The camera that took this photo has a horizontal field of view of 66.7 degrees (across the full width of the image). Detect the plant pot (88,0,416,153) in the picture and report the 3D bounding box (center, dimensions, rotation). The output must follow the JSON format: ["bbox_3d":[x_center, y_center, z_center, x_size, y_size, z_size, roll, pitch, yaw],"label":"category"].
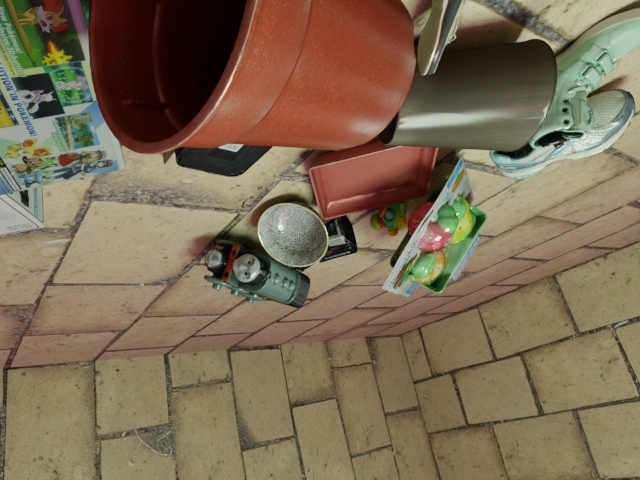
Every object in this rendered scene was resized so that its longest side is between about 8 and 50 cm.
[{"bbox_3d":[-0.051,-0.211,0.508,0.272,0.272,0.265,-30,161,38],"label":"plant pot"}]

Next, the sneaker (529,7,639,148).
[{"bbox_3d":[0.450,-0.253,0.808,0.094,0.151,0.256,11,147,-44],"label":"sneaker"}]

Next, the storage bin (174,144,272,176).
[{"bbox_3d":[-0.137,-0.182,0.744,0.122,0.084,0.180,7,151,-42],"label":"storage bin"}]

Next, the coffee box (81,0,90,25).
[{"bbox_3d":[-0.284,-0.257,0.525,0.113,0.040,0.184,-24,156,27],"label":"coffee box"}]

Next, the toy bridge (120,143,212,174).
[{"bbox_3d":[-0.249,-0.154,0.830,0.188,0.026,0.063,8,148,-43],"label":"toy bridge"}]

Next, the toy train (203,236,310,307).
[{"bbox_3d":[-0.161,0.094,1.286,0.190,0.142,0.334,11,167,24],"label":"toy train"}]

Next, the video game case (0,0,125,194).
[{"bbox_3d":[-0.398,-0.152,0.539,0.300,0.036,0.329,-17,158,-20],"label":"video game case"}]

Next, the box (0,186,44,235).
[{"bbox_3d":[-0.560,-0.097,0.709,0.169,0.087,0.290,-12,159,-4],"label":"box"}]

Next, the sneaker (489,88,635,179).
[{"bbox_3d":[0.480,-0.214,0.988,0.122,0.110,0.283,13,147,-43],"label":"sneaker"}]

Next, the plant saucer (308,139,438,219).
[{"bbox_3d":[0.110,-0.140,1.044,0.259,0.047,0.259,-13,158,2],"label":"plant saucer"}]

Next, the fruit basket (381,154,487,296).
[{"bbox_3d":[0.277,-0.004,1.151,0.327,0.165,0.353,-59,163,1],"label":"fruit basket"}]

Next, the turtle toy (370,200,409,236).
[{"bbox_3d":[0.174,-0.063,1.233,0.066,0.095,0.130,19,149,-13],"label":"turtle toy"}]

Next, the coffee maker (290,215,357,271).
[{"bbox_3d":[0.000,0.000,1.277,0.178,0.120,0.171,-17,-177,14],"label":"coffee maker"}]

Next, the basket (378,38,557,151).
[{"bbox_3d":[0.210,-0.220,0.765,0.227,0.154,0.204,-5,159,-11],"label":"basket"}]

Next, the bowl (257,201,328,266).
[{"bbox_3d":[-0.054,-0.029,1.146,0.170,0.170,0.080,-25,-160,29],"label":"bowl"}]

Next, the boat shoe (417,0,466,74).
[{"bbox_3d":[0.165,-0.287,0.646,0.043,0.049,0.137,-3,126,-20],"label":"boat shoe"}]
